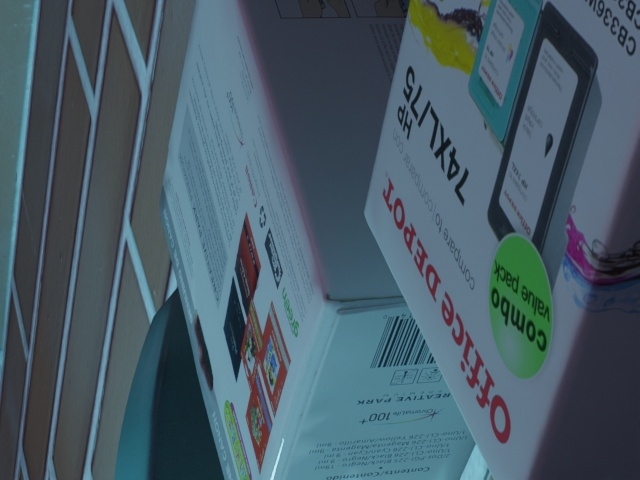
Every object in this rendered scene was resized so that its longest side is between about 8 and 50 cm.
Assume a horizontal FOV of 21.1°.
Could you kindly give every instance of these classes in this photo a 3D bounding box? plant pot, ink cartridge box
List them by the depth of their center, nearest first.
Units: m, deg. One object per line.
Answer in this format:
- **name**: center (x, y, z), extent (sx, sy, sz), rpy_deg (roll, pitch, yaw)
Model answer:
- **ink cartridge box**: center (0.155, -0.063, 0.633), extent (0.198, 0.197, 0.270), rpy_deg (-115, 28, -49)
- **ink cartridge box**: center (0.000, 0.000, 1.074), extent (0.272, 0.130, 0.309), rpy_deg (108, 153, -47)
- **plant pot**: center (-0.080, 0.165, 1.430), extent (0.165, 0.166, 0.234), rpy_deg (135, 138, -65)
